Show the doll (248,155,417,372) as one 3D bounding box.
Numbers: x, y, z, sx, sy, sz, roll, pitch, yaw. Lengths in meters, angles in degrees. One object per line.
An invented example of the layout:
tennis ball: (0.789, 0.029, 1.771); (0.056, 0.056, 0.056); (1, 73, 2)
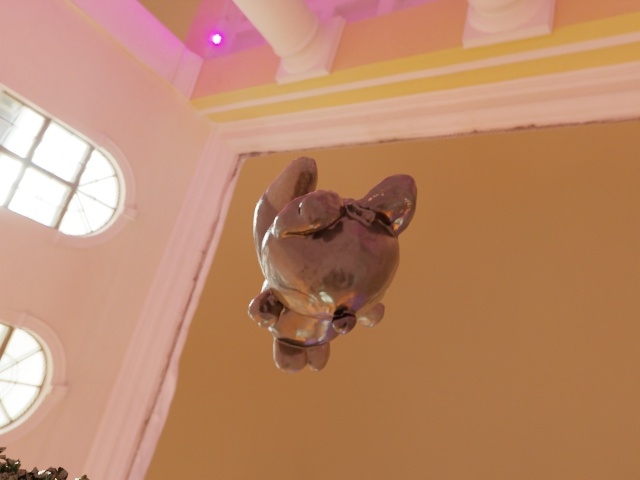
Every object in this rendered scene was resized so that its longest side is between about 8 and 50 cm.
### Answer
doll: (-0.031, 0.002, 0.830); (0.379, 0.252, 0.383); (52, -44, 29)

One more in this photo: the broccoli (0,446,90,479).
broccoli: (-0.239, 0.238, 0.350); (0.219, 0.194, 0.194); (-12, -127, -13)
